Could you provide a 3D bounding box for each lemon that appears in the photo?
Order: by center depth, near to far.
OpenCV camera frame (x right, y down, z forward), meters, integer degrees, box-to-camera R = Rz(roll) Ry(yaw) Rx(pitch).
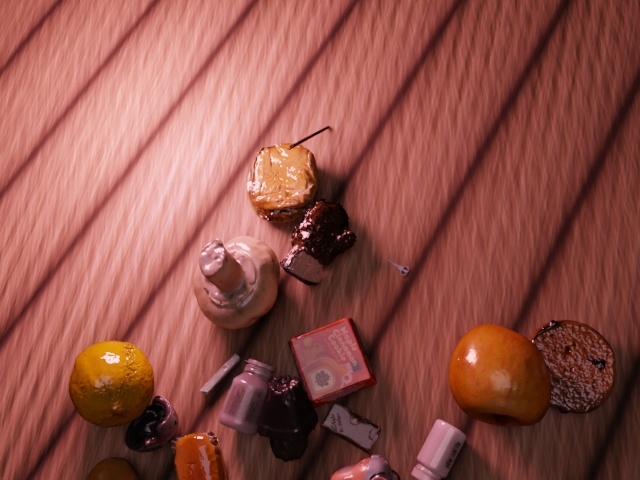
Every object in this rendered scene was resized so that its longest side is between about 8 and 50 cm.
[{"bbox_3d":[-0.657,0.441,1.791,0.258,0.258,0.310,-51,35,-12],"label":"lemon"}]

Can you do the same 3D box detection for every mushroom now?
[{"bbox_3d":[-0.294,0.116,1.832,0.314,0.336,0.314,-6,66,15],"label":"mushroom"}]

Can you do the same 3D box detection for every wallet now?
[{"bbox_3d":[0.098,0.592,1.807,0.176,0.026,0.095,27,74,12],"label":"wallet"}]

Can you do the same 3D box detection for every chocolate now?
[{"bbox_3d":[0.035,0.386,1.839,0.234,0.108,0.237,-19,70,-4],"label":"chocolate"}]

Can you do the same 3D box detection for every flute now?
[{"bbox_3d":[-0.040,-0.373,2.061,0.014,0.014,0.269,35,40,14],"label":"flute"}]

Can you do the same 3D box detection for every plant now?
[{"bbox_3d":[-0.100,0.547,1.757,0.164,0.142,0.256,3,101,23],"label":"plant"}]

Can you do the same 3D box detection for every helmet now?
[{"bbox_3d":[-0.519,0.595,1.809,0.177,0.107,0.153,-40,39,7],"label":"helmet"}]

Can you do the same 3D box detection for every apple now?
[{"bbox_3d":[0.532,0.401,1.703,0.299,0.299,0.275,13,59,9],"label":"apple"}]

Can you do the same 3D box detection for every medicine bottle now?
[{"bbox_3d":[0.356,0.647,1.728,0.102,0.103,0.187,28,76,13],"label":"medicine bottle"},{"bbox_3d":[-0.225,0.491,1.808,0.135,0.135,0.215,17,74,10],"label":"medicine bottle"}]

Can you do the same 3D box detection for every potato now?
[{"bbox_3d":[-0.638,0.749,1.752,0.203,0.178,0.158,-19,53,24],"label":"potato"}]

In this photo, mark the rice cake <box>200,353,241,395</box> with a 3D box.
[{"bbox_3d":[-0.329,0.443,1.886,0.029,0.033,0.171,42,79,16],"label":"rice cake"}]

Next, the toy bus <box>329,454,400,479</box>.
[{"bbox_3d":[0.121,0.783,1.669,0.232,0.194,0.288,-10,72,14],"label":"toy bus"}]

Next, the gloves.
[{"bbox_3d":[0.000,0.001,1.936,0.210,0.135,0.312,27,79,-20],"label":"gloves"}]

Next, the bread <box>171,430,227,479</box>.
[{"bbox_3d":[-0.370,0.720,1.761,0.136,0.107,0.241,-15,71,2],"label":"bread"}]

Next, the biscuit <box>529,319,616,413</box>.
[{"bbox_3d":[0.780,0.394,1.793,0.296,0.075,0.296,-3,69,8],"label":"biscuit"}]

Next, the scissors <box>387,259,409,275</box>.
[{"bbox_3d":[0.266,0.089,1.971,0.083,0.006,0.036,35,76,14],"label":"scissors"}]

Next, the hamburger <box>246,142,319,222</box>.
[{"bbox_3d":[-0.134,-0.200,2.023,0.259,0.145,0.283,7,63,7],"label":"hamburger"}]
